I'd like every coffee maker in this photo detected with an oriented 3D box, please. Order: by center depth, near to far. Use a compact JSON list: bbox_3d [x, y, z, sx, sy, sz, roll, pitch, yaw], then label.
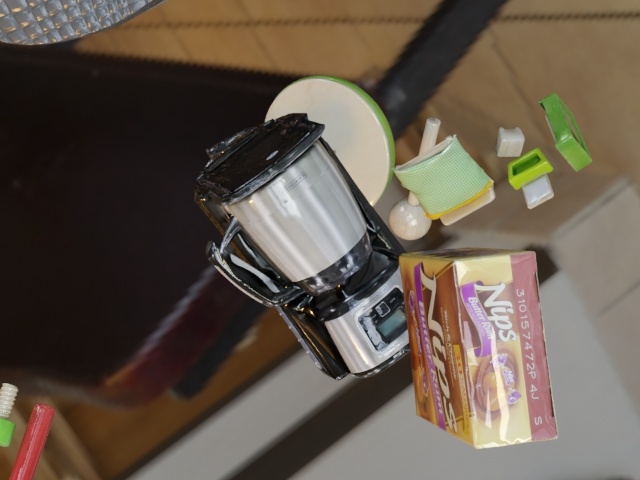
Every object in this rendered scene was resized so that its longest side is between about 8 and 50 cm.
[{"bbox_3d":[0.000,0.000,1.319,0.178,0.120,0.171,55,-167,-17],"label":"coffee maker"}]

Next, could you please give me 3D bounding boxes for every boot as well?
[{"bbox_3d":[-0.123,-0.242,1.530,0.223,0.338,0.118,-9,-96,-79],"label":"boot"}]

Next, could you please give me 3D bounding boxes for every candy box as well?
[{"bbox_3d":[0.091,0.060,1.074,0.187,0.053,0.109,178,85,-82],"label":"candy box"}]

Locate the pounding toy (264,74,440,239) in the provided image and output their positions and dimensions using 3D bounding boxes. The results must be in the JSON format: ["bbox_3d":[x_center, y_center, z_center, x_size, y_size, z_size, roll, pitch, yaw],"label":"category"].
[{"bbox_3d":[0.055,-0.117,2.195,0.237,0.110,0.183,22,118,25],"label":"pounding toy"}]

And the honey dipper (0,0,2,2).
[{"bbox_3d":[-0.293,-0.207,1.368,0.161,0.030,0.030,31,151,40],"label":"honey dipper"}]

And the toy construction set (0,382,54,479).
[{"bbox_3d":[-0.453,0.238,1.798,0.309,0.237,0.257,14,164,3],"label":"toy construction set"}]

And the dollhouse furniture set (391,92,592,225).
[{"bbox_3d":[0.141,-0.053,1.429,0.076,0.152,0.058,45,-157,-41],"label":"dollhouse furniture set"}]
